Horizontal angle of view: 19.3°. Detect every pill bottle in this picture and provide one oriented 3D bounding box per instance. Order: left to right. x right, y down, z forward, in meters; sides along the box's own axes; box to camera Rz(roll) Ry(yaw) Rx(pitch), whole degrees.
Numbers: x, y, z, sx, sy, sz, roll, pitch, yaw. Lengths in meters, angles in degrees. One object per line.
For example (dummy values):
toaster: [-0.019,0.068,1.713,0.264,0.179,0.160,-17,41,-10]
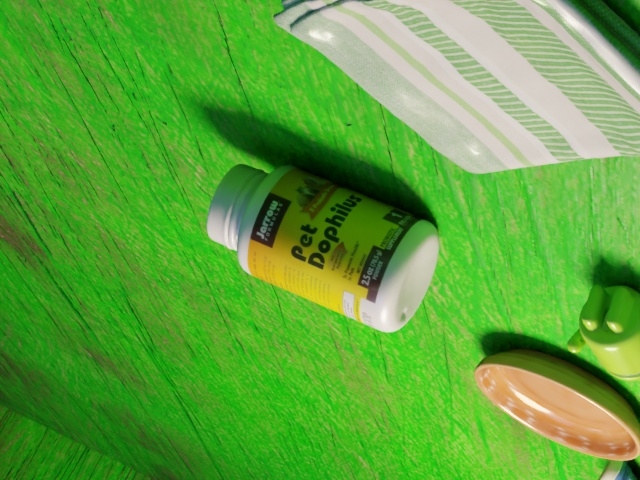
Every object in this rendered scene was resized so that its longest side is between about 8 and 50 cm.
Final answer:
pill bottle: [0.000,0.000,1.853,0.215,0.117,0.117,22,161,19]

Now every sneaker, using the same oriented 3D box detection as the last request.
sneaker: [0.363,0.294,2.182,0.085,0.058,0.152,30,167,16]

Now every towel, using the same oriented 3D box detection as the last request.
towel: [0.132,-0.129,1.442,0.248,0.038,0.325,37,160,-25]

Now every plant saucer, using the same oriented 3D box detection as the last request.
plant saucer: [0.263,0.174,2.053,0.200,0.037,0.200,27,161,10]

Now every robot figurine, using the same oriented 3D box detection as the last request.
robot figurine: [0.281,0.086,1.743,0.101,0.067,0.115,2,150,31]
